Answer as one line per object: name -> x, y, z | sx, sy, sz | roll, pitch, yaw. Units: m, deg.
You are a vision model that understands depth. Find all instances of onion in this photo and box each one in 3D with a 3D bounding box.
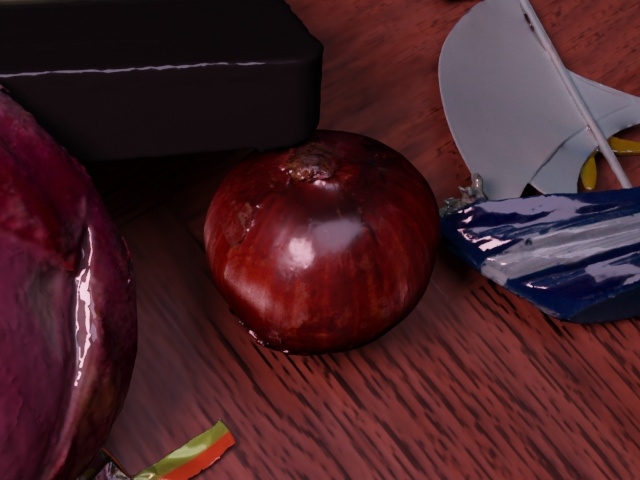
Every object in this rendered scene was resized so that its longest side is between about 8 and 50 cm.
onion -> 0.000, 0.000, 0.620 | 0.131, 0.131, 0.131 | 6, 61, -11
onion -> -0.191, 0.052, 0.472 | 0.247, 0.111, 0.250 | -28, 106, -12

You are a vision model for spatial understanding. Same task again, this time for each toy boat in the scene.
toy boat -> 0.148, -0.087, 0.741 | 0.220, 0.067, 0.291 | -11, 62, -18

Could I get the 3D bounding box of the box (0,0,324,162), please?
box -> -0.188, -0.103, 0.611 | 0.350, 0.058, 0.211 | -6, 30, -16

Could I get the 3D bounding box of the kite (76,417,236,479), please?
kite -> -0.121, 0.139, 0.577 | 0.183, 0.014, 0.241 | -33, 73, -27
